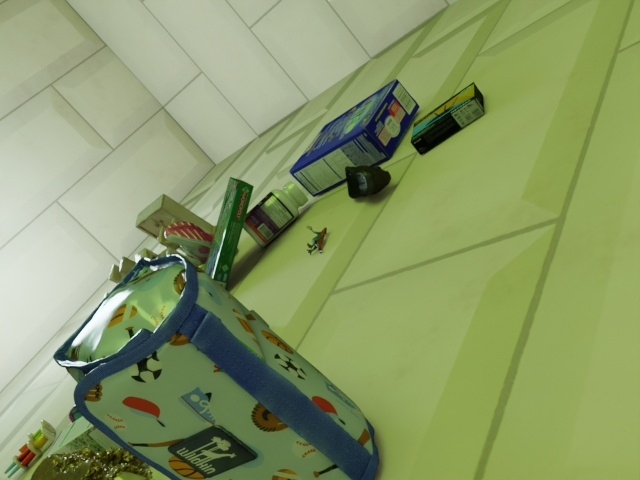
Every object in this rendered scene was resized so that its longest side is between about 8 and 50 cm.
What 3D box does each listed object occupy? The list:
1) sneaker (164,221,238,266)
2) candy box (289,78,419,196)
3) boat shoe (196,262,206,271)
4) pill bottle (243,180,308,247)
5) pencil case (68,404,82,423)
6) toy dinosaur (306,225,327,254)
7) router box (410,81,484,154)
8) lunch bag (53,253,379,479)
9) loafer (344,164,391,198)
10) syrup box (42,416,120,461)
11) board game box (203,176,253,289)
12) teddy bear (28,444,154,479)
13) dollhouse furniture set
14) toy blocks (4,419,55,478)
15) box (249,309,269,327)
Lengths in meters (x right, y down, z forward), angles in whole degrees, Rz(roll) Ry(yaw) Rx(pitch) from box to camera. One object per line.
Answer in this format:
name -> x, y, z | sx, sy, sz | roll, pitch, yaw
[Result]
sneaker -> -0.378, 0.026, 1.993 | 0.111, 0.252, 0.103 | -55, 43, 14
candy box -> 0.096, -0.289, 1.855 | 0.317, 0.122, 0.268 | -23, 26, 44
boat shoe -> -0.341, 0.097, 1.986 | 0.153, 0.056, 0.048 | -35, 59, 12
pill bottle -> -0.131, -0.079, 1.855 | 0.193, 0.108, 0.108 | -43, 17, -5
pencil case -> -0.630, 0.436, 1.747 | 0.070, 0.064, 0.151 | -2, 18, -3
toy dinosaur -> 0.000, 0.000, 1.532 | 0.090, 0.047, 0.082 | 26, 54, 36
router box -> 0.302, -0.291, 1.538 | 0.179, 0.046, 0.133 | -33, 19, 27
lunch bag -> -0.141, 0.192, 0.840 | 0.239, 0.328, 0.385 | -55, 22, -23
loafer -> 0.115, -0.142, 1.562 | 0.078, 0.080, 0.220 | -10, 12, -11
syrup box -> -0.480, 0.425, 1.403 | 0.237, 0.093, 0.096 | -35, 19, 21
board game box -> -0.266, -0.017, 1.831 | 0.213, 0.046, 0.317 | -146, 71, -73
teddy bear -> -0.422, 0.475, 1.174 | 0.338, 0.113, 0.245 | -20, 33, 34
dollhouse furniture set -> -0.527, 0.074, 2.279 | 0.362, 0.256, 0.394 | -32, 40, 29
toy blocks -> -0.817, 0.586, 1.808 | 0.148, 0.054, 0.123 | -46, 18, -14
box -> -0.224, 0.259, 1.319 | 0.183, 0.056, 0.231 | -25, 24, 41
